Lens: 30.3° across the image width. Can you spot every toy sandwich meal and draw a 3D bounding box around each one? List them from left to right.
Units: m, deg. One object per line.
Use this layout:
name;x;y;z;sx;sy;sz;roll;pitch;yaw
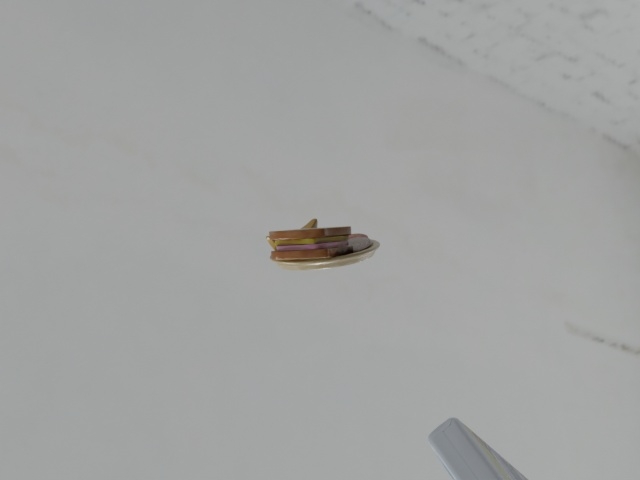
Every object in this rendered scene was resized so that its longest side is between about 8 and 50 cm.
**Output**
toy sandwich meal;0.000;0.000;0.817;0.085;0.085;0.029;-16;-77;-44

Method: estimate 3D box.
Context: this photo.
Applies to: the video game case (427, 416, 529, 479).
video game case;0.154;0.204;0.632;0.212;0.023;0.193;54;-174;38
